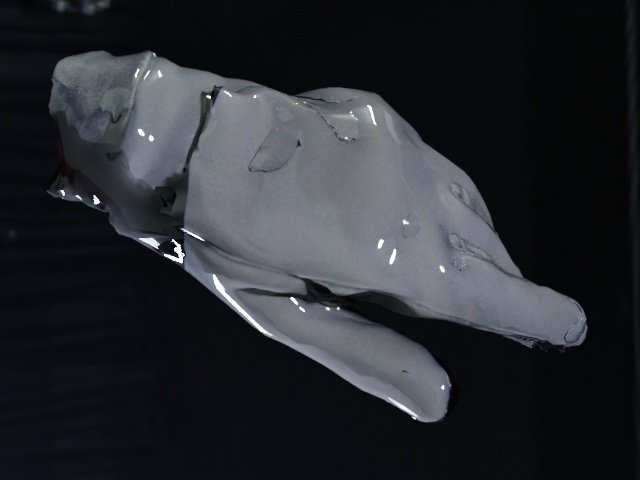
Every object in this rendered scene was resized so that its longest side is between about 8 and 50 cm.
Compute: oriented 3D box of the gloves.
[{"bbox_3d":[-0.003,-0.004,0.753,0.119,0.285,0.142,142,-32,-68],"label":"gloves"}]
